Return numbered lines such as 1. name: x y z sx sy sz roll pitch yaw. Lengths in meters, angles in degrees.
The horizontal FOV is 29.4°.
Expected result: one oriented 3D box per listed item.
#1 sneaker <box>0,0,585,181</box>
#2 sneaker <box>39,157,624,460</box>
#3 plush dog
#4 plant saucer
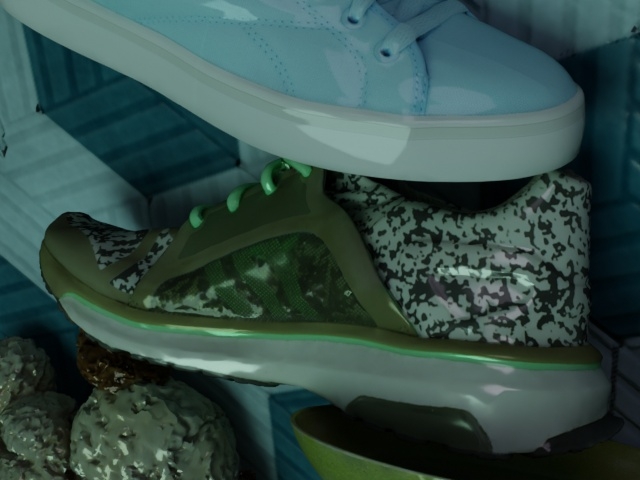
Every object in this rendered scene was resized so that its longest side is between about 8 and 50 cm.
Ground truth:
1. sneaker: -0.026 -0.147 0.644 0.366 0.135 0.150 22 126 16
2. sneaker: 0.000 0.000 0.756 0.410 0.158 0.182 12 94 31
3. plush dog: -0.169 0.186 0.950 0.225 0.210 0.262 -31 101 17
4. plant saucer: 0.100 0.133 0.681 0.241 0.241 0.037 9 92 30
